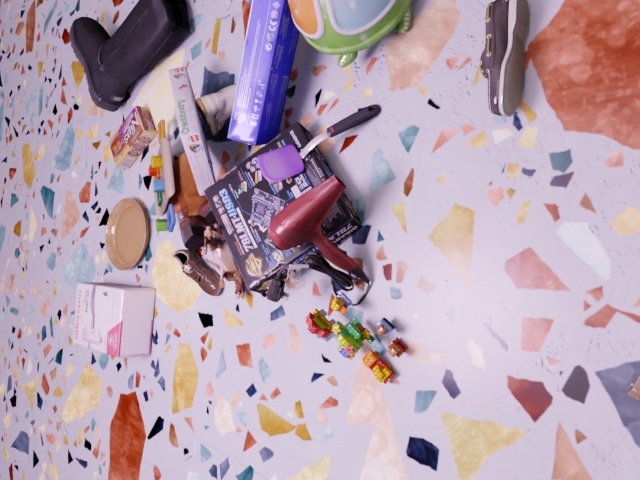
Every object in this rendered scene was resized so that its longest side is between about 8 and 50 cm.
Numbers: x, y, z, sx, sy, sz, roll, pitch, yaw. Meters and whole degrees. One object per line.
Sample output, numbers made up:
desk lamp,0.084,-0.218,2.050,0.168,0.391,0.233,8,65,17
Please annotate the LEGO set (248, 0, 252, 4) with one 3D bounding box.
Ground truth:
LEGO set,-0.120,-0.582,1.357,0.093,0.087,0.228,-20,75,36

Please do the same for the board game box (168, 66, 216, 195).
board game box,-0.333,-0.288,1.406,0.193,0.053,0.305,84,168,-48

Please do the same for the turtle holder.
turtle holder,0.079,-0.532,1.086,0.320,0.227,0.244,-12,69,19

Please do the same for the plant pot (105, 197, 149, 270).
plant pot,-0.623,-0.020,1.753,0.236,0.032,0.237,-4,84,40

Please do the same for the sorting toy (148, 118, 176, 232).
sorting toy,-0.481,-0.187,1.603,0.196,0.047,0.348,-32,64,59

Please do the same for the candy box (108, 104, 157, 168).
candy box,-0.614,-0.335,1.762,0.186,0.053,0.109,-39,63,31

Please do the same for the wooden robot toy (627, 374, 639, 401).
wooden robot toy,0.543,0.231,0.768,0.173,0.076,0.079,21,64,39

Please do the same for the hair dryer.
hair dryer,0.000,0.000,1.127,0.080,0.223,0.294,-106,20,-60

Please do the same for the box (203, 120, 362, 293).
box,-0.096,-0.077,1.252,0.293,0.073,0.296,-35,65,14

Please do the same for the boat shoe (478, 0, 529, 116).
boat shoe,0.326,-0.330,0.976,0.068,0.081,0.228,3,81,42

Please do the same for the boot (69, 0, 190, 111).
boot,-0.618,-0.689,1.732,0.445,0.146,0.367,-33,76,37

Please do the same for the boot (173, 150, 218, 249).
boot,-0.316,-0.155,1.501,0.264,0.096,0.281,-43,53,36

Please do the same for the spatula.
spatula,-0.001,-0.220,1.193,0.296,0.030,0.084,-29,66,9

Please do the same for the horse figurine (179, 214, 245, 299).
horse figurine,-0.238,0.037,1.299,0.066,0.174,0.263,-27,104,3

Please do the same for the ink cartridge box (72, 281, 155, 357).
ink cartridge box,-0.654,0.243,1.697,0.282,0.117,0.208,1,87,39

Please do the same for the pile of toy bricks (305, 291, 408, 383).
pile of toy bricks,0.068,0.198,1.087,0.212,0.105,0.118,42,115,14

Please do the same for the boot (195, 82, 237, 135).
boot,-0.235,-0.355,1.425,0.165,0.213,0.077,-29,89,-7

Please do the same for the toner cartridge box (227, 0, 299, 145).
toner cartridge box,-0.124,-0.403,1.257,0.075,0.165,0.348,16,106,8

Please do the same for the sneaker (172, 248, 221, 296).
sneaker,-0.345,0.090,1.488,0.188,0.071,0.066,40,111,35
